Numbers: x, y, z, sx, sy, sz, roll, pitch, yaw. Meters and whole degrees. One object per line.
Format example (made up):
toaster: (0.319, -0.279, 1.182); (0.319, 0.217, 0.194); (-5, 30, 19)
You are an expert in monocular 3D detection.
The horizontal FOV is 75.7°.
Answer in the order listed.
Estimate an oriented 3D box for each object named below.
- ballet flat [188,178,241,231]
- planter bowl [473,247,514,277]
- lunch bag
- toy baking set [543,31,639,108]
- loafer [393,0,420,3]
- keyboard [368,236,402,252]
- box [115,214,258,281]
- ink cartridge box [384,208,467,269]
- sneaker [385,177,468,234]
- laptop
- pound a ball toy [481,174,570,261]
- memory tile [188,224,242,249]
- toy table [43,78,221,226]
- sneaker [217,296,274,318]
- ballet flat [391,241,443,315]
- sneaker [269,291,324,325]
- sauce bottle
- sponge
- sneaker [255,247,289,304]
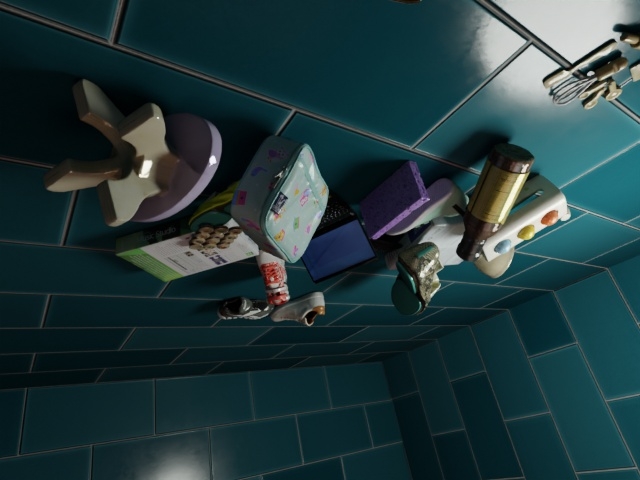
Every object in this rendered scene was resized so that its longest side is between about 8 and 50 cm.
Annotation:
ballet flat: (-0.229, -0.090, 0.988); (0.230, 0.078, 0.077); (-23, 151, 33)
planter bowl: (0.640, 0.049, 1.576); (0.109, 0.162, 0.162); (22, 146, -6)
lunch bag: (-0.076, -0.088, 0.920); (0.107, 0.224, 0.279); (24, 164, 20)
toy baking set: (0.620, -0.357, 0.884); (0.255, 0.030, 0.197); (1, 151, -24)
loafer: (0.073, -0.377, 0.577); (0.169, 0.062, 0.062); (-2, 153, -19)
keyboard: (0.182, 0.017, 1.412); (0.180, 0.023, 0.108); (12, 163, -31)
box: (-0.367, 0.018, 1.172); (0.321, 0.059, 0.232); (-17, 153, 6)
ink cartridge box: (0.442, -0.001, 1.466); (0.329, 0.072, 0.324); (-4, 152, -23)
sneaker: (0.320, -0.075, 1.232); (0.151, 0.094, 0.255); (20, 138, -42)
laptop: (0.000, 0.000, 1.200); (0.234, 0.137, 0.264); (-25, 151, 22)
pound a ball toy: (0.643, -0.049, 1.294); (0.319, 0.136, 0.208); (-33, 137, 10)
memory tile: (-0.273, -0.006, 1.065); (0.113, 0.012, 0.148); (3, 158, -30)
toy table: (-0.324, -0.134, 0.709); (0.274, 0.252, 0.160); (-36, 163, 18)
sneaker: (-0.298, 0.272, 1.671); (0.234, 0.078, 0.106); (-1, 154, -17)
ballet flat: (0.362, 0.143, 1.488); (0.181, 0.164, 0.483); (-33, 154, -8)
sneaker: (-0.107, 0.328, 1.815); (0.290, 0.123, 0.105); (-27, 152, 29)
sauce bottle: (0.459, -0.092, 1.127); (0.111, 0.112, 0.345); (-4, 132, -16)
sponge: (0.189, -0.104, 1.099); (0.031, 0.117, 0.210); (5, 149, -35)
sneaker: (-0.152, 0.122, 1.363); (0.090, 0.145, 0.270); (-10, 153, -4)
